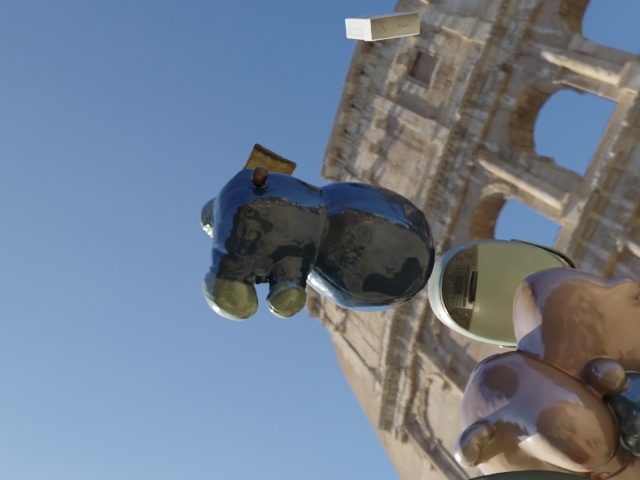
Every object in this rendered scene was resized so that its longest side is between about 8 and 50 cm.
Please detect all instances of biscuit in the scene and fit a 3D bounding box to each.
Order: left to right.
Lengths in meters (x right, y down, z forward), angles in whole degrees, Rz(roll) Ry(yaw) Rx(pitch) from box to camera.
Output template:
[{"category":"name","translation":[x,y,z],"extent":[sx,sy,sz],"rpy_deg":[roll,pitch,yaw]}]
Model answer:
[{"category":"biscuit","translation":[-0.094,-0.117,1.183],"extent":[0.083,0.018,0.081],"rpy_deg":[26,-73,-3]}]

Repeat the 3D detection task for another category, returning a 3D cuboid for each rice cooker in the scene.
[{"category":"rice cooker","translation":[0.246,0.070,0.913],"extent":[0.206,0.127,0.145],"rpy_deg":[8,-94,-13]}]

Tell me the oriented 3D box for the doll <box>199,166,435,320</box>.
[{"category":"doll","translation":[0.000,0.000,0.771],"extent":[0.258,0.228,0.154],"rpy_deg":[13,-58,-18]}]

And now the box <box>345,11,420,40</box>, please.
[{"category":"box","translation":[0.102,-0.364,1.147],"extent":[0.083,0.154,0.040],"rpy_deg":[-8,-70,-10]}]

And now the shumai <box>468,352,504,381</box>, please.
[{"category":"shumai","translation":[0.463,0.311,1.288],"extent":[0.283,0.346,0.217],"rpy_deg":[-24,-44,-62]}]

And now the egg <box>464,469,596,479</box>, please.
[{"category":"egg","translation":[0.172,0.288,0.511],"extent":[0.219,0.269,0.219],"rpy_deg":[-13,-75,-59]}]

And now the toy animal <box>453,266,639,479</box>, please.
[{"category":"toy animal","translation":[0.253,0.145,0.697],"extent":[0.210,0.221,0.229],"rpy_deg":[30,-47,-34]}]
